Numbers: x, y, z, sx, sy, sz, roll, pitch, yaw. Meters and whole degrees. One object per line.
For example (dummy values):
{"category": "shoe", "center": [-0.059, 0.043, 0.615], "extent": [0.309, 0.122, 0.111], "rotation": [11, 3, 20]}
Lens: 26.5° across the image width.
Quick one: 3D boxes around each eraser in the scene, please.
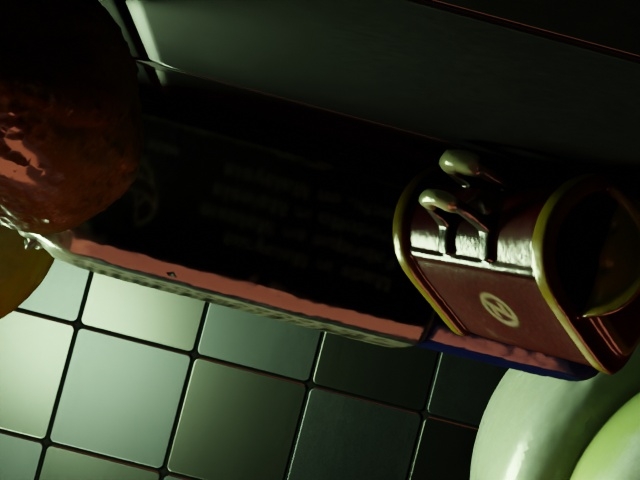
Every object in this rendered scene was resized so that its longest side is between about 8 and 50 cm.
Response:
{"category": "eraser", "center": [0.000, 0.000, 0.785], "extent": [0.332, 0.102, 0.155], "rotation": [14, 176, -7]}

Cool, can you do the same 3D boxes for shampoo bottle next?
{"category": "shampoo bottle", "center": [0.272, 0.197, 1.026], "extent": [0.322, 0.323, 0.317], "rotation": [15, -176, -15]}

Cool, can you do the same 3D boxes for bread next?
{"category": "bread", "center": [-0.226, -0.083, 0.461], "extent": [0.343, 0.084, 0.124], "rotation": [15, 155, -5]}

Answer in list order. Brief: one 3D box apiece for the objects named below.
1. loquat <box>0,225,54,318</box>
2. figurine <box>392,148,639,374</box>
{"category": "loquat", "center": [-0.295, -0.025, 1.006], "extent": [0.213, 0.213, 0.213], "rotation": [15, 177, 1]}
{"category": "figurine", "center": [0.093, -0.004, 0.601], "extent": [0.098, 0.082, 0.154], "rotation": [38, 167, -25]}
